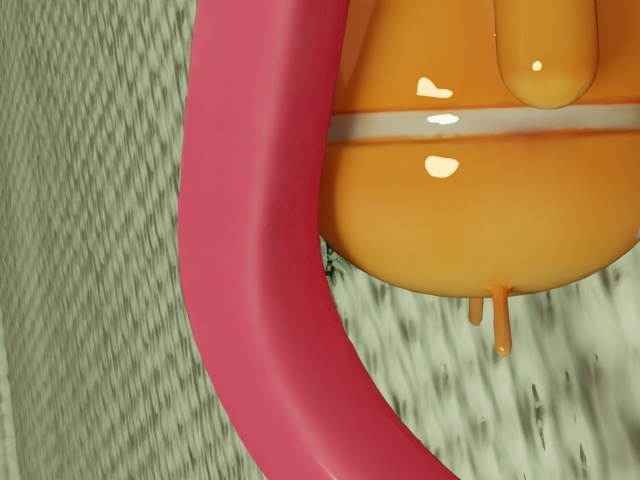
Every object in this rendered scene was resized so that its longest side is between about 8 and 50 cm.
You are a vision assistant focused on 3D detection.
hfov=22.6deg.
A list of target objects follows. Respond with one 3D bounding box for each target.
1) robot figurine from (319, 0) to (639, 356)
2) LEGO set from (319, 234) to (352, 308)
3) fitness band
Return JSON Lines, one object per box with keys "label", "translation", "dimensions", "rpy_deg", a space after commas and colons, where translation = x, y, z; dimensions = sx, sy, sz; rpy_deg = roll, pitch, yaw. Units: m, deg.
{"label": "robot figurine", "translation": [0.049, -0.077, 0.506], "dimensions": [0.158, 0.128, 0.219], "rpy_deg": [0, 94, 46]}
{"label": "LEGO set", "translation": [-0.001, -0.002, 0.842], "dimensions": [0.054, 0.023, 0.083], "rpy_deg": [-174, 80, -72]}
{"label": "fitness band", "translation": [0.064, -0.015, 0.394], "dimensions": [0.209, 0.054, 0.291], "rpy_deg": [26, 129, 20]}
